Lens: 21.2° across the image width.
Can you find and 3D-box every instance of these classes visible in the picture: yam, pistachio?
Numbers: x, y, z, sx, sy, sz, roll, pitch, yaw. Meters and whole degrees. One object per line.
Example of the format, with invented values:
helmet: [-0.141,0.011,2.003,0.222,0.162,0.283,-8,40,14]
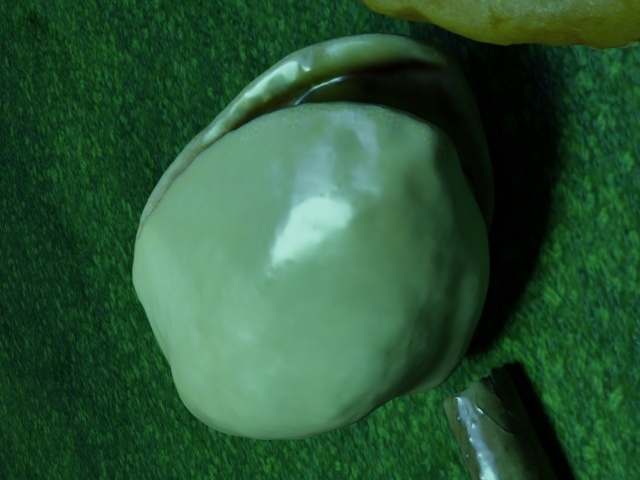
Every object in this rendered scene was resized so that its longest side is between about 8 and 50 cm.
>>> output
yam: [0.138,0.191,1.029,0.241,0.057,0.057,67,153,15]
pistachio: [0.000,0.000,1.041,0.318,0.214,0.193,117,170,-47]

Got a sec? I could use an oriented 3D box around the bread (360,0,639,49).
bread: [0.086,-0.180,0.775,0.250,0.133,0.179,20,134,35]
